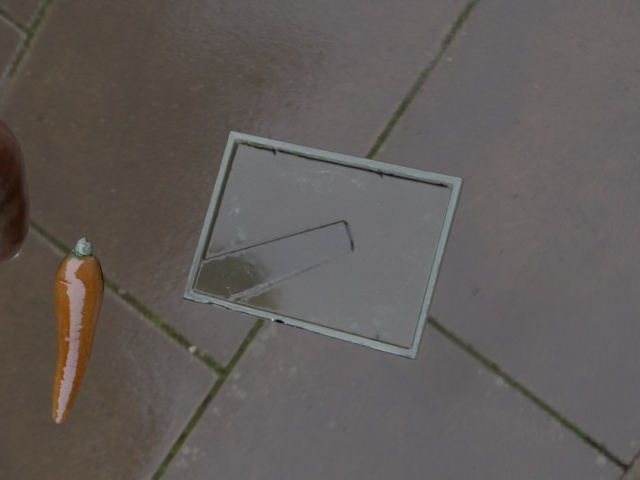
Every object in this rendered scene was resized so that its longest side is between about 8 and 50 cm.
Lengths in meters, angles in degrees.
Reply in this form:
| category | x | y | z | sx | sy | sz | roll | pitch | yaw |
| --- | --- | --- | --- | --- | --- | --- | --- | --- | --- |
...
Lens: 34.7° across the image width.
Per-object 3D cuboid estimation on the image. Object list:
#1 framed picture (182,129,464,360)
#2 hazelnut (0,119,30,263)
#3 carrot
| category | x | y | z | sx | sy | sz | roll | pitch | yaw |
| --- | --- | --- | --- | --- | --- | --- | --- | --- | --- |
| framed picture | 0.000 | 0.000 | 1.363 | 0.335 | 0.022 | 0.247 | 13 | 82 | 18 |
| hazelnut | -0.392 | -0.058 | 1.034 | 0.181 | 0.212 | 0.180 | -12 | 55 | 32 |
| carrot | -0.172 | 0.064 | 0.718 | 0.035 | 0.035 | 0.142 | 17 | 111 | 15 |
